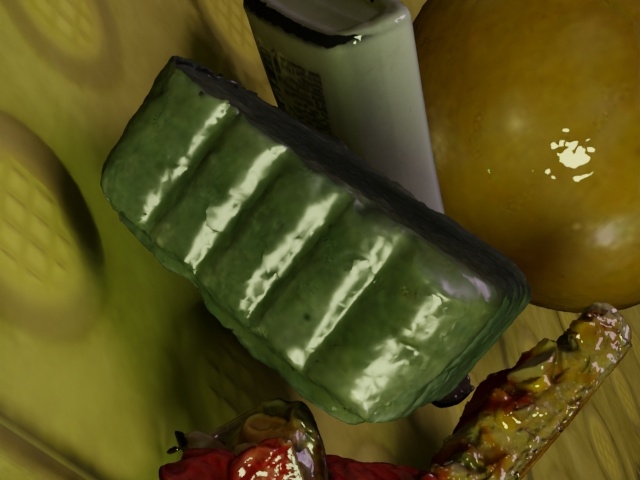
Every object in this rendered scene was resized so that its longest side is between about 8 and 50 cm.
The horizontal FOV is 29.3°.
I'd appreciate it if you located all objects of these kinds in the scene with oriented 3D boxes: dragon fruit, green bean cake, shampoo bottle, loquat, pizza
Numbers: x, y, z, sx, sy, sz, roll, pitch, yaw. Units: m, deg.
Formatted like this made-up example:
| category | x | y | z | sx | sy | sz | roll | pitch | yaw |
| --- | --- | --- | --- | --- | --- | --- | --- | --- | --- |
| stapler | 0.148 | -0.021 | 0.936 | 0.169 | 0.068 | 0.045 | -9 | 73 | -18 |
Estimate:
| category | x | y | z | sx | sy | sz | roll | pitch | yaw |
| --- | --- | --- | --- | --- | --- | --- | --- | --- | --- |
| dragon fruit | -0.013 | 0.137 | 0.559 | 0.092 | 0.122 | 0.192 | 29 | -5 | 44 |
| green bean cake | 0.000 | 0.000 | 0.591 | 0.185 | 0.094 | 0.183 | 41 | 10 | 12 |
| shampoo bottle | 0.037 | -0.028 | 0.767 | 0.153 | 0.071 | 0.284 | 45 | -21 | 55 |
| loquat | 0.229 | -0.109 | 1.005 | 0.328 | 0.359 | 0.329 | 19 | 61 | -37 |
| pizza | 0.105 | 0.127 | 0.765 | 0.062 | 0.188 | 0.199 | 38 | 42 | 15 |
